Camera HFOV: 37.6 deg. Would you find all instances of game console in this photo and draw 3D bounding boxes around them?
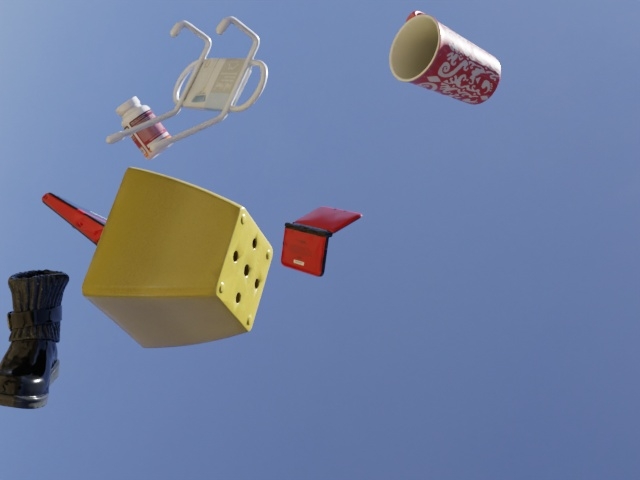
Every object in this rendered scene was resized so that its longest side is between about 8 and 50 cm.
[{"bbox_3d":[-0.468,0.015,2.334,0.342,0.386,0.060,26,-94,39],"label":"game console"},{"bbox_3d":[0.000,0.000,1.776,0.144,0.085,0.124,14,-82,56],"label":"game console"}]

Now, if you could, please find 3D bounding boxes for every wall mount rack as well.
[{"bbox_3d":[-0.266,-0.293,1.869,0.350,0.130,0.304,15,-103,54],"label":"wall mount rack"}]

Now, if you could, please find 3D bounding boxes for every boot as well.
[{"bbox_3d":[-0.650,0.209,2.090,0.348,0.131,0.260,-126,-136,-77],"label":"boot"}]

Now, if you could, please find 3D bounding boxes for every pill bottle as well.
[{"bbox_3d":[-0.450,-0.287,2.396,0.086,0.152,0.086,-35,-173,5],"label":"pill bottle"}]

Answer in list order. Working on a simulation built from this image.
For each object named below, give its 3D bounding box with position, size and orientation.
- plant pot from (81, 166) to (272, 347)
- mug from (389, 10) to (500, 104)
[{"bbox_3d":[-0.192,0.036,1.394,0.187,0.212,0.212,4,-117,22],"label":"plant pot"},{"bbox_3d":[0.216,-0.312,1.578,0.113,0.169,0.150,-9,-109,49],"label":"mug"}]
